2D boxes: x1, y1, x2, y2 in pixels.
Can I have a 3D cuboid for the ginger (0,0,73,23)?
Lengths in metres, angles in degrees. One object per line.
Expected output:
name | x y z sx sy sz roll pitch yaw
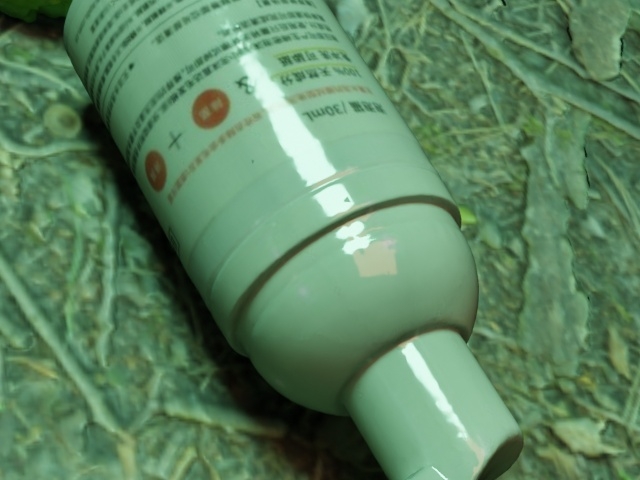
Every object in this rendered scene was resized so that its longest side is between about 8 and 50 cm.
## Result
ginger | -0.154 -0.249 1.038 0.137 0.089 0.290 18 49 12

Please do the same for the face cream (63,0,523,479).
face cream | 0.000 0.000 0.859 0.145 0.145 0.369 -14 61 -31
